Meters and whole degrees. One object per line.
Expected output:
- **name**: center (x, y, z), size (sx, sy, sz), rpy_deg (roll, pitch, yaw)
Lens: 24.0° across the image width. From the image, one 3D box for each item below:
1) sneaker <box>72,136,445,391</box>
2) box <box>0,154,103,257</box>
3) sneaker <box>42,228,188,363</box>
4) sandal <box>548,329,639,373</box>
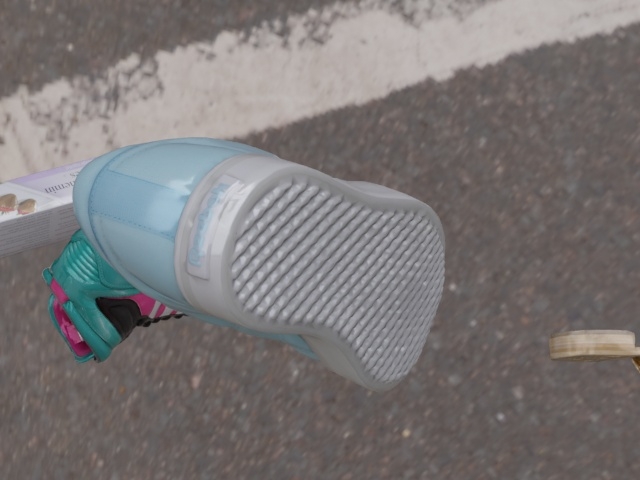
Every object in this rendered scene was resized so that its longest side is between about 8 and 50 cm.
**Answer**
- **sneaker**: center (-0.029, 0.003, 0.992), size (0.150, 0.366, 0.135), rpy_deg (21, 84, 27)
- **box**: center (-0.336, -0.034, 1.767), size (0.324, 0.067, 0.063), rpy_deg (-18, 53, -26)
- **sneaker**: center (-0.209, 0.065, 1.691), size (0.178, 0.295, 0.124), rpy_deg (-41, 61, 8)
- **sandal**: center (0.318, 0.125, 1.369), size (0.240, 0.088, 0.079), rpy_deg (2, 79, -18)
